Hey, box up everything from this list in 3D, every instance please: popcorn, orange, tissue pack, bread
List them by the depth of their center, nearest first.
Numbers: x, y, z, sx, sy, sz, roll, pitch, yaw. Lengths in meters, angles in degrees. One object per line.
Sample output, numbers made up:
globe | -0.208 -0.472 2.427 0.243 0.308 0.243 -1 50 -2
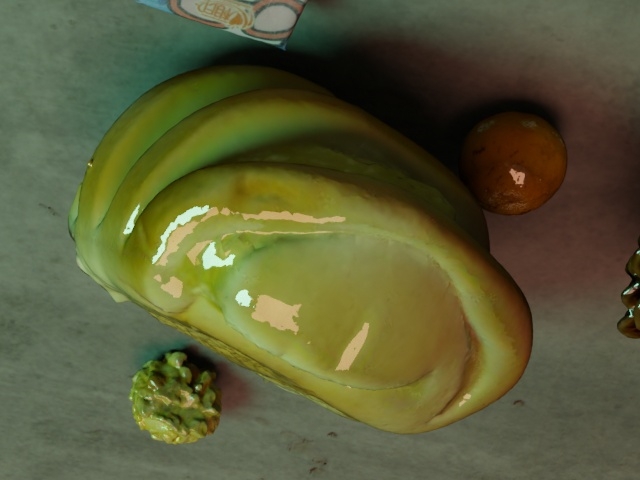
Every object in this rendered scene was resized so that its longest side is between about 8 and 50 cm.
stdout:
tissue pack | -0.047 -0.209 1.321 0.115 0.065 0.155 17 135 -12
bread | 0.000 0.000 1.406 0.315 0.211 0.270 28 174 -28
orange | 0.141 -0.058 1.462 0.083 0.070 0.083 6 153 3
popcorn | -0.120 0.134 1.688 0.082 0.083 0.057 52 159 -1

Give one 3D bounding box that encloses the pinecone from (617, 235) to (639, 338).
pinecone | 0.354 0.044 1.404 0.246 0.292 0.246 -27 139 -26
